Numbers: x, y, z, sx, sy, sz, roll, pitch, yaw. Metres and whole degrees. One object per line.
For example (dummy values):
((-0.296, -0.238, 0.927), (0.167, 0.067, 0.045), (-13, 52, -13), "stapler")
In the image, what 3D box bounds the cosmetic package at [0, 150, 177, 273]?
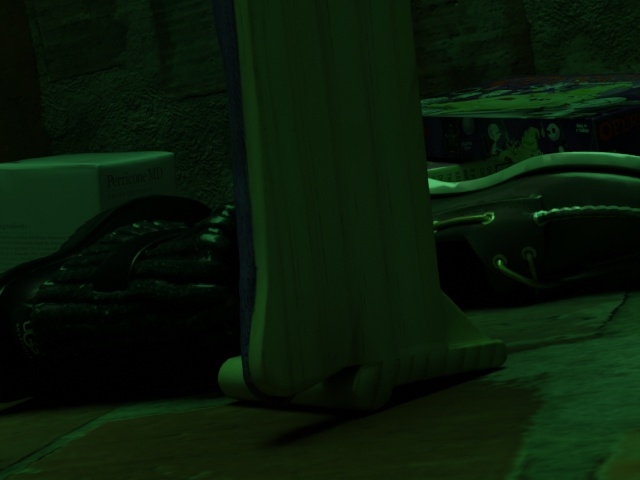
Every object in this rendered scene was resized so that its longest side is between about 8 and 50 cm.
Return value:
((-0.254, 0.000, 1.342), (0.151, 0.183, 0.151), (2, 10, 25), "cosmetic package")

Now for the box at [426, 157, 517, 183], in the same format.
((0.137, -0.039, 1.239), (0.243, 0.117, 0.213), (-11, 12, -6), "box")

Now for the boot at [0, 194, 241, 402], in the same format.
((-0.091, 0.026, 0.981), (0.260, 0.131, 0.348), (-16, 11, 27), "boot")

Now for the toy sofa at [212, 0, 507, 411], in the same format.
((-0.017, -0.085, 0.727), (0.177, 0.362, 0.150), (-7, 1, -36), "toy sofa")

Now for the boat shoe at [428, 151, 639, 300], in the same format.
((0.148, 0.001, 0.991), (0.324, 0.096, 0.116), (-4, -34, 36), "boat shoe")

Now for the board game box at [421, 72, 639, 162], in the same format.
((0.215, -0.118, 1.155), (0.208, 0.056, 0.347), (-12, 11, -29), "board game box")
